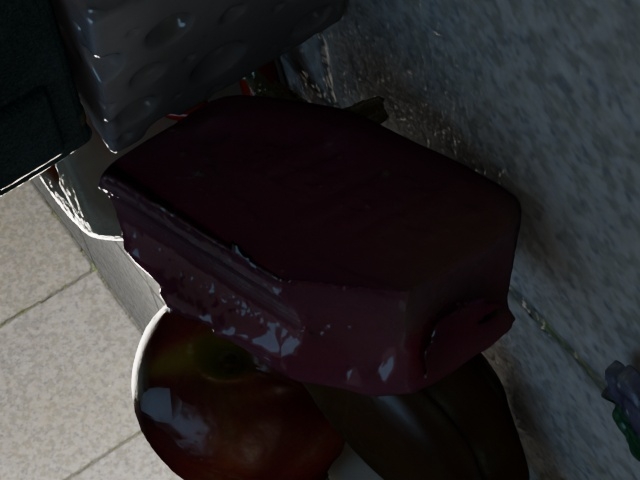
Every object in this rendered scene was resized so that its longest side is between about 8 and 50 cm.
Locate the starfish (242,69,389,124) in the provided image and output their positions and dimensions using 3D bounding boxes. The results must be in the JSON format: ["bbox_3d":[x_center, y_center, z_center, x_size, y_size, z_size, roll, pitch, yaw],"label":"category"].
[{"bbox_3d":[0.002,-0.076,1.297,0.209,0.150,0.053,48,-158,-11],"label":"starfish"}]

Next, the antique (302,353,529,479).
[{"bbox_3d":[0.092,0.163,1.444,0.278,0.129,0.223,44,157,4],"label":"antique"}]

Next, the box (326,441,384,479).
[{"bbox_3d":[0.121,0.322,1.711,0.349,0.141,0.288,36,155,56],"label":"box"}]

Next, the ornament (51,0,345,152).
[{"bbox_3d":[-0.133,-0.261,1.146,0.239,0.239,0.239,54,166,14],"label":"ornament"}]

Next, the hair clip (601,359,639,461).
[{"bbox_3d":[0.260,0.142,1.094,0.195,0.052,0.124,90,155,-79],"label":"hair clip"}]

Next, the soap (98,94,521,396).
[{"bbox_3d":[0.000,0.000,1.173,0.325,0.220,0.127,33,144,31],"label":"soap"}]

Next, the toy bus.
[{"bbox_3d":[-0.272,-0.157,1.066,0.167,0.138,0.275,50,162,22],"label":"toy bus"}]

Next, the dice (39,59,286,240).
[{"bbox_3d":[-0.196,-0.166,1.533,0.243,0.251,0.259,40,157,45],"label":"dice"}]

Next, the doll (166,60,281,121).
[{"bbox_3d":[-0.037,-0.045,1.465,0.099,0.188,0.384,-3,135,29],"label":"doll"}]

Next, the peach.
[{"bbox_3d":[-0.079,0.182,1.697,0.281,0.281,0.338,51,175,24],"label":"peach"}]
